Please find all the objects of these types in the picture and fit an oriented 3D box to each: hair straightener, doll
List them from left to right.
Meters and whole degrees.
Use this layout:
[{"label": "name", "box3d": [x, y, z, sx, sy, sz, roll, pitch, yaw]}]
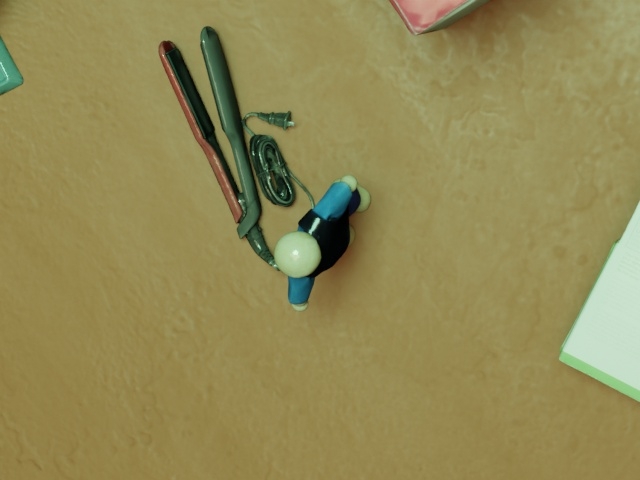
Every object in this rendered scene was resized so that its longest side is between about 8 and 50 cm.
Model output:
[{"label": "hair straightener", "box3d": [-0.064, -0.084, 1.235, 0.089, 0.047, 0.230, -19, 97, 15]}, {"label": "doll", "box3d": [0.000, 0.000, 1.165, 0.046, 0.189, 0.129, 24, 104, 6]}]

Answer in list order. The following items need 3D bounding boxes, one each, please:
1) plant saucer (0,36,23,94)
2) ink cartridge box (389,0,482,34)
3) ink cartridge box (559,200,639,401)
[{"label": "plant saucer", "box3d": [-0.350, -0.218, 1.284, 0.067, 0.018, 0.192, -26, 94, 15]}, {"label": "ink cartridge box", "box3d": [0.055, -0.320, 1.073, 0.131, 0.226, 0.306, -30, 94, 15]}, {"label": "ink cartridge box", "box3d": [0.328, 0.036, 1.163, 0.171, 0.056, 0.235, 28, 105, 14]}]
